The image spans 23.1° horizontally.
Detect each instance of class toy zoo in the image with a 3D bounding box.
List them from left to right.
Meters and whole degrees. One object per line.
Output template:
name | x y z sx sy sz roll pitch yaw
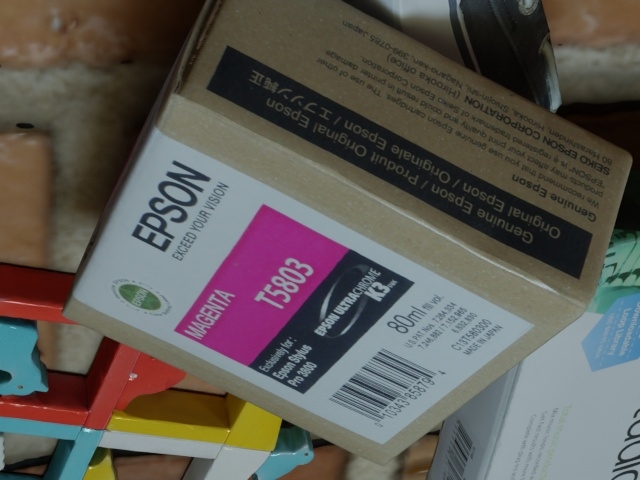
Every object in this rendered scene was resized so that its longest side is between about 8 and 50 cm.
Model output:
toy zoo | -0.139 0.101 0.923 0.293 0.030 0.192 10 130 -22

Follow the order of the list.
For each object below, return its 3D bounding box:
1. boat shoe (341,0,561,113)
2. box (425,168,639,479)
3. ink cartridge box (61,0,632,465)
boat shoe | 0.048 -0.135 0.693 0.102 0.108 0.301 -45 137 -17
box | 0.228 0.047 0.889 0.322 0.058 0.232 -14 137 -23
ink cartridge box | 0.000 0.000 0.725 0.193 0.088 0.235 25 150 -8
